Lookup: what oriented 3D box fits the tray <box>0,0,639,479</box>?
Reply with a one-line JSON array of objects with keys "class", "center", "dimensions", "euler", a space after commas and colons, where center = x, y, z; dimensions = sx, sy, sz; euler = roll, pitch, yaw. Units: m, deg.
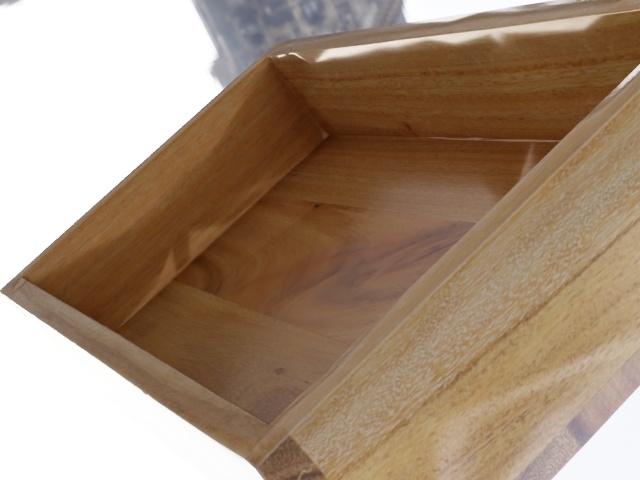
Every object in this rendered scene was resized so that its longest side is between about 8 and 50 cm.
[{"class": "tray", "center": [0.000, 0.000, 0.581], "dimensions": [0.203, 0.076, 0.411], "euler": [-43, -161, -13]}]
